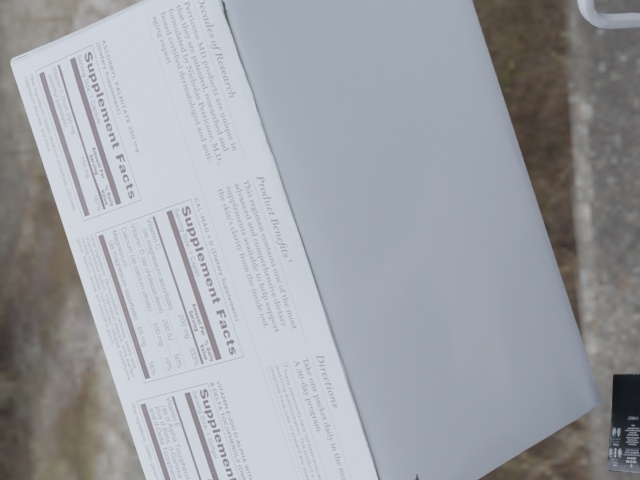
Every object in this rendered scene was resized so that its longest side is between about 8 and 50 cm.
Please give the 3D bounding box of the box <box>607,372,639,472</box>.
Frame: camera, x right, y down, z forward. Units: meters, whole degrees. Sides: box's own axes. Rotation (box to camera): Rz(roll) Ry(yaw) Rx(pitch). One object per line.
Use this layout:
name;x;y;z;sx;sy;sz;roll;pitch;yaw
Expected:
box;0.195;0.095;0.848;0.062;0.083;0.052;164;112;-73

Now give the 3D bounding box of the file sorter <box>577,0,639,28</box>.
file sorter;0.166;-0.216;0.815;0.277;0.173;0.192;46;128;34

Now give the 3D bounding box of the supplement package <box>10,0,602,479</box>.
supplement package;0.000;0.000;0.854;0.145;0.204;0.261;-17;92;39
